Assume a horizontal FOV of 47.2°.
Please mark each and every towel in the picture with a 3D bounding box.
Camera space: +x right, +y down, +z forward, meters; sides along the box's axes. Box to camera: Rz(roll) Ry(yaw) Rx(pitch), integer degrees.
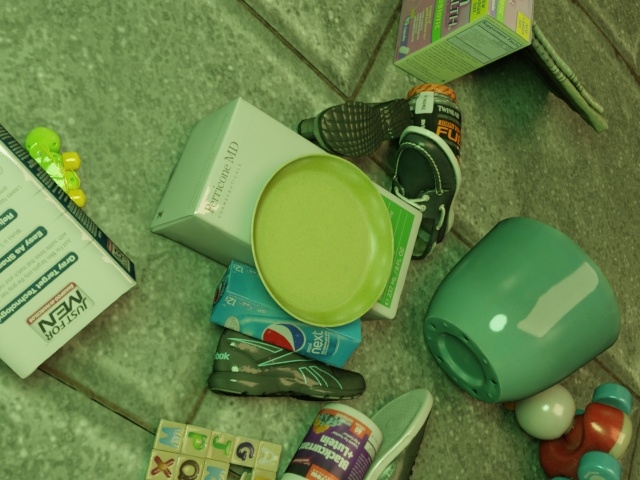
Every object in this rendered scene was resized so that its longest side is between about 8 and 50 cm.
[{"bbox_3d":[0.464,-0.392,1.523,0.324,0.056,0.312,43,17,-24],"label":"towel"}]

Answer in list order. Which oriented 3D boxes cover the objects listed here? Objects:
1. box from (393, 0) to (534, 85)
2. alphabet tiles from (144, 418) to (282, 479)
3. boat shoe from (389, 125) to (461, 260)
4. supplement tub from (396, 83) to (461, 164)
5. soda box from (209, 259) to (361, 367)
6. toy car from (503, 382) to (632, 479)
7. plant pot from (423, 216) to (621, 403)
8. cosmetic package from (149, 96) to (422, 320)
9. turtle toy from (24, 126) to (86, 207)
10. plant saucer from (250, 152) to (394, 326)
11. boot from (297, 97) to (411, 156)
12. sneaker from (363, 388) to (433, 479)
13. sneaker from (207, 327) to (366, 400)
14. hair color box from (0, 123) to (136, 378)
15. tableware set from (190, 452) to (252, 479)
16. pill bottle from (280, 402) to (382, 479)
[{"bbox_3d":[0.269,-0.439,1.378,0.117,0.243,0.213,21,69,-32],"label":"box"},{"bbox_3d":[-0.159,0.382,1.004,0.198,0.009,0.237,22,69,-30],"label":"alphabet tiles"},{"bbox_3d":[0.169,-0.067,1.230,0.091,0.114,0.302,-53,149,-20],"label":"boat shoe"},{"bbox_3d":[0.199,-0.183,1.350,0.117,0.117,0.190,16,71,-34],"label":"supplement tub"},{"bbox_3d":[-0.048,0.108,1.060,0.210,0.067,0.071,22,34,-15],"label":"soda box"},{"bbox_3d":[0.446,0.354,1.414,0.238,0.210,0.219,33,44,5],"label":"toy car"},{"bbox_3d":[0.325,0.142,1.282,0.235,0.293,0.293,-34,101,-21],"label":"plant pot"},{"bbox_3d":[-0.042,-0.030,1.113,0.366,0.155,0.196,28,68,-30],"label":"cosmetic package"},{"bbox_3d":[-0.353,-0.084,0.943,0.095,0.066,0.130,-7,85,-12],"label":"turtle toy"},{"bbox_3d":[0.000,0.000,1.021,0.241,0.037,0.240,5,81,-34],"label":"plant saucer"},{"bbox_3d":[0.025,-0.177,1.181,0.247,0.161,0.083,-21,106,-52],"label":"boot"},{"bbox_3d":[0.119,0.388,1.183,0.147,0.105,0.295,48,62,-21],"label":"sneaker"},{"bbox_3d":[-0.038,0.188,1.104,0.268,0.101,0.106,14,70,-35],"label":"sneaker"},{"bbox_3d":[-0.394,-0.029,0.840,0.174,0.105,0.347,-41,107,-5],"label":"hair color box"},{"bbox_3d":[-0.140,0.386,1.034,0.169,0.020,0.141,28,65,-29],"label":"tableware set"},{"bbox_3d":[0.006,0.350,1.095,0.108,0.108,0.193,47,56,-20],"label":"pill bottle"}]
